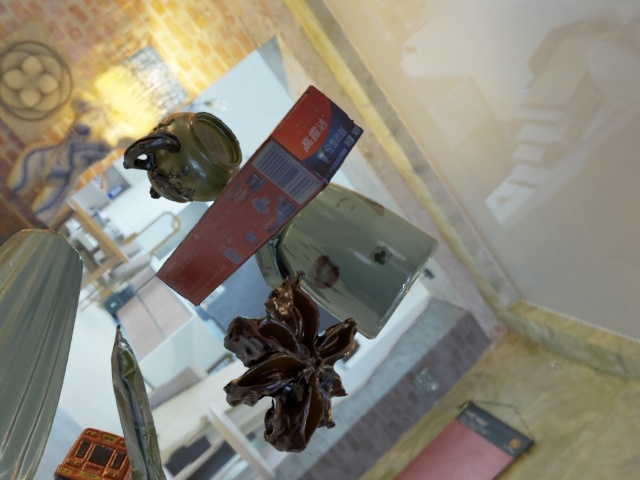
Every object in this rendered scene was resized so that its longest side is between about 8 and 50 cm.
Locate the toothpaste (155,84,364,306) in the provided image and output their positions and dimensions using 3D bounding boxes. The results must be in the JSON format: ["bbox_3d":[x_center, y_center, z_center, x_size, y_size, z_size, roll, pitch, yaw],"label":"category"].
[{"bbox_3d":[-0.075,-0.026,0.680,0.066,0.076,0.320,40,-37,-9],"label":"toothpaste"}]

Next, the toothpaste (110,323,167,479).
[{"bbox_3d":[-0.219,0.225,0.828,0.078,0.047,0.248,-157,-123,-74],"label":"toothpaste"}]

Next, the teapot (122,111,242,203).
[{"bbox_3d":[-0.253,-0.136,1.248,0.269,0.183,0.173,0,61,-58],"label":"teapot"}]

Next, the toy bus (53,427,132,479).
[{"bbox_3d":[-0.451,0.528,1.416,0.143,0.153,0.329,16,-46,2],"label":"toy bus"}]

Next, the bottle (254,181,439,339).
[{"bbox_3d":[0.000,0.000,1.186,0.352,0.229,0.229,33,-14,8],"label":"bottle"}]

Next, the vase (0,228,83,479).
[{"bbox_3d":[-0.257,0.101,0.530,0.128,0.248,0.128,7,-39,6],"label":"vase"}]

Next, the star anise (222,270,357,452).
[{"bbox_3d":[-0.038,0.166,0.890,0.190,0.220,0.126,49,-50,4],"label":"star anise"}]
